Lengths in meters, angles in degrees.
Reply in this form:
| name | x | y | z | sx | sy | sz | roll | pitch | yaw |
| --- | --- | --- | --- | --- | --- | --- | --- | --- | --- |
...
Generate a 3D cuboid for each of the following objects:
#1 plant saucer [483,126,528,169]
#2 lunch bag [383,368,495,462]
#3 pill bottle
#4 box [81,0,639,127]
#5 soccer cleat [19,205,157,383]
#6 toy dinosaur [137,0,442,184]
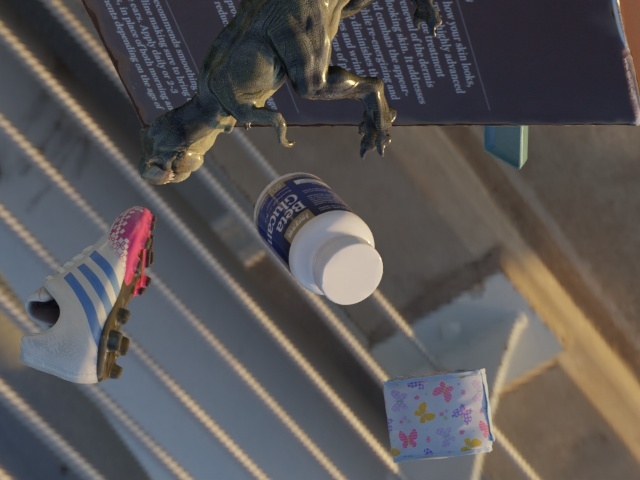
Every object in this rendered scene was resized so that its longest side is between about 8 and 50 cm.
| name | x | y | z | sx | sy | sz | roll | pitch | yaw |
| --- | --- | --- | --- | --- | --- | --- | --- | --- | --- |
| plant saucer | 0.197 | -0.173 | 1.616 | 0.018 | 0.067 | 0.192 | -14 | 118 | -25 |
| lunch bag | 0.099 | 0.143 | 1.261 | 0.083 | 0.053 | 0.071 | -10 | 88 | 17 |
| pill bottle | 0.000 | 0.000 | 1.623 | 0.094 | 0.169 | 0.094 | -10 | 118 | -20 |
| box | 0.030 | -0.187 | 1.042 | 0.381 | 0.143 | 0.191 | 3 | 137 | 26 |
| soccer cleat | -0.304 | 0.055 | 2.022 | 0.143 | 0.331 | 0.116 | 9 | 126 | 1 |
| toy dinosaur | 0.003 | -0.118 | 0.846 | 0.118 | 0.064 | 0.268 | 25 | 108 | -27 |
